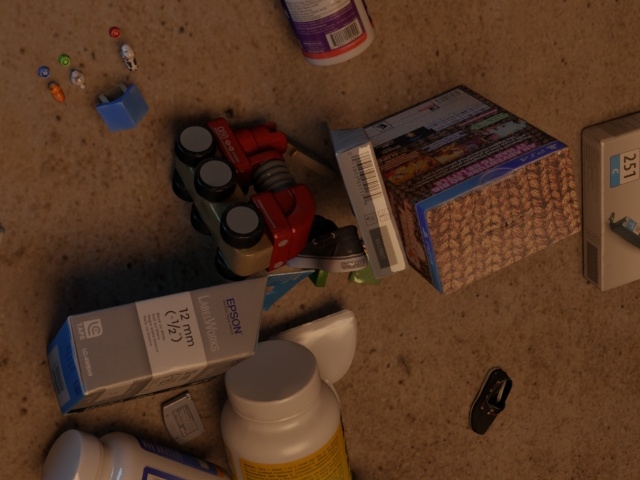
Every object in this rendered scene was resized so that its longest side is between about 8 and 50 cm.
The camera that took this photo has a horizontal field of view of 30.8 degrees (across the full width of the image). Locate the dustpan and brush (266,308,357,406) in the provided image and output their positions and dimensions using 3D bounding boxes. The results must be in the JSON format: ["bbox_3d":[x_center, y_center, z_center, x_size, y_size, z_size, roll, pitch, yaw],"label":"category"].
[{"bbox_3d":[0.005,0.208,1.893,0.147,0.060,0.211,-19,115,-3],"label":"dustpan and brush"}]

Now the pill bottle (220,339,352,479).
[{"bbox_3d":[-0.052,0.326,1.819,0.188,0.188,0.334,-21,127,-16],"label":"pill bottle"}]

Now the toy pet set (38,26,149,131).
[{"bbox_3d":[-0.286,-0.200,1.533,0.122,0.065,0.114,-33,124,-8],"label":"toy pet set"}]

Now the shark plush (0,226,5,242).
[{"bbox_3d":[-0.506,-0.012,1.543,0.161,0.073,0.067,20,84,-12],"label":"shark plush"}]

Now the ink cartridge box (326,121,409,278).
[{"bbox_3d":[0.065,-0.071,1.644,0.066,0.232,0.189,-17,107,7],"label":"ink cartridge box"}]

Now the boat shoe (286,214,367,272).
[{"bbox_3d":[0.000,0.000,1.691,0.080,0.228,0.076,-11,98,-18],"label":"boat shoe"}]

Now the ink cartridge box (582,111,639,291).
[{"bbox_3d":[0.580,-0.084,2.024,0.261,0.066,0.296,-18,121,-17],"label":"ink cartridge box"}]

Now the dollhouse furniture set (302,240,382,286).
[{"bbox_3d":[0.053,0.042,1.826,0.151,0.058,0.076,3,113,-28],"label":"dollhouse furniture set"}]

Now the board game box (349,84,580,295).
[{"bbox_3d":[0.194,-0.083,1.694,0.232,0.291,0.141,-24,122,-14],"label":"board game box"}]

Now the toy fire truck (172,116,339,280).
[{"bbox_3d":[-0.063,-0.074,1.631,0.246,0.217,0.158,-21,154,-21],"label":"toy fire truck"}]

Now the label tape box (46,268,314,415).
[{"bbox_3d":[-0.192,0.145,1.636,0.347,0.249,0.115,-9,79,-21],"label":"label tape box"}]

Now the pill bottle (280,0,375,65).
[{"bbox_3d":[-0.005,-0.344,1.577,0.108,0.108,0.193,-31,124,-10],"label":"pill bottle"}]

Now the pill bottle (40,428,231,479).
[{"bbox_3d":[-0.280,0.380,1.770,0.272,0.152,0.152,27,100,-33],"label":"pill bottle"}]

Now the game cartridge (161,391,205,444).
[{"bbox_3d":[-0.219,0.282,1.835,0.056,0.017,0.083,-28,123,-16],"label":"game cartridge"}]

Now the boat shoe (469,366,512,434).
[{"bbox_3d":[0.305,0.294,2.088,0.049,0.042,0.133,6,112,-31],"label":"boat shoe"}]
